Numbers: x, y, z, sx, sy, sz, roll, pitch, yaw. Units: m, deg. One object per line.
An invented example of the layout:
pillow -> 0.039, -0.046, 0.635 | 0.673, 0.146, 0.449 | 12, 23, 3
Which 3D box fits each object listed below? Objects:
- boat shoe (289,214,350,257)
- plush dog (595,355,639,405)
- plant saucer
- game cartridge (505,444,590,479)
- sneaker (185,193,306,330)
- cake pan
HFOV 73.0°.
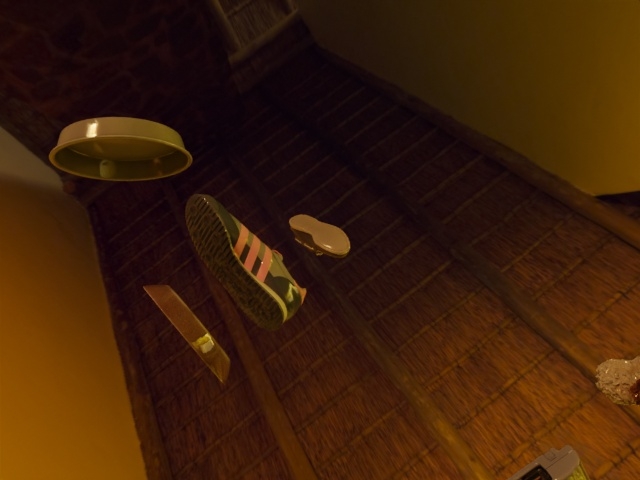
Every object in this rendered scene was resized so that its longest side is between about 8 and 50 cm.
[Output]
boat shoe -> 0.000, 0.000, 1.052 | 0.075, 0.206, 0.065 | -29, -51, -28
plush dog -> 0.656, 0.277, 0.743 | 0.262, 0.225, 0.211 | 29, -65, 16
plant saucer -> -0.173, 0.119, 0.579 | 0.029, 0.168, 0.168 | -40, -86, -21
game cartridge -> 0.329, 0.486, 0.719 | 0.297, 0.062, 0.198 | -36, -69, -1
sneaker -> -0.154, 0.032, 0.905 | 0.112, 0.131, 0.319 | -37, -94, 36
cake pan -> -0.444, -0.201, 0.979 | 0.292, 0.293, 0.054 | -7, -98, -5
